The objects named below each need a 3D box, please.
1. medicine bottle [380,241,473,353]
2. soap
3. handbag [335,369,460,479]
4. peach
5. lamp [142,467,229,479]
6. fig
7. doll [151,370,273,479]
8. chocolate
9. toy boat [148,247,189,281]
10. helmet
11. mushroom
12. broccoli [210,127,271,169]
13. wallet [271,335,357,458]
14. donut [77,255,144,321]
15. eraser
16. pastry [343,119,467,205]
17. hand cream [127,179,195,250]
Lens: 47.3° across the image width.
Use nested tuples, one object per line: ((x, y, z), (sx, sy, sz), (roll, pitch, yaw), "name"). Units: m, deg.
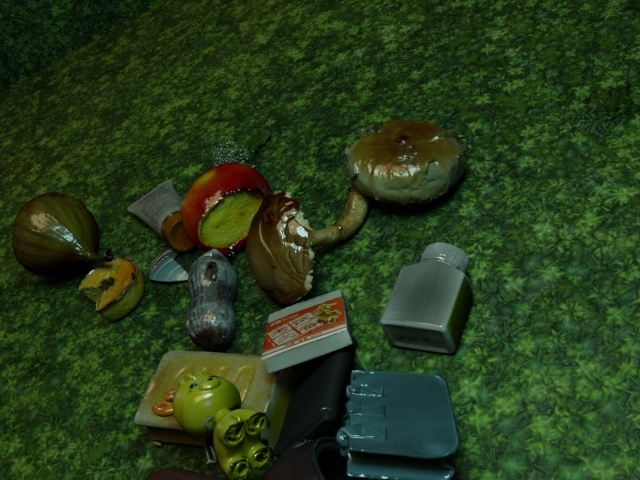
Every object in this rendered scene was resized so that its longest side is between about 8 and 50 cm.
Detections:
((0.202, 0.101, 1.323), (0.132, 0.088, 0.188), (4, 50, 32), "medicine bottle")
((-0.190, 0.295, 1.350), (0.274, 0.089, 0.173), (-2, 48, 26), "soap")
((0.113, 0.278, 1.111), (0.179, 0.062, 0.229), (4, 18, 1), "handbag")
((-0.211, -0.068, 1.655), (0.190, 0.196, 0.226), (-52, 12, 42), "peach")
((-0.197, 0.456, 1.138), (0.258, 0.180, 0.180), (5, 51, 29), "lamp")
((-0.616, 0.007, 1.789), (0.321, 0.217, 0.217), (21, 61, 41), "fig")
((-0.177, 0.289, 1.214), (0.143, 0.135, 0.221), (-22, 30, -37), "doll")
((-0.228, 0.125, 1.533), (0.110, 0.110, 0.248), (-17, 43, 14), "chocolate")
((-0.350, 0.073, 1.706), (0.096, 0.034, 0.122), (-45, 44, -9), "toy boat")
((-0.001, 0.396, 1.058), (0.193, 0.189, 0.215), (-9, 74, 31), "helmet")
((-0.011, -0.009, 1.500), (0.302, 0.208, 0.233), (-24, 69, -2), "mushroom")
((-0.194, -0.233, 1.884), (0.122, 0.118, 0.204), (-21, 23, 42), "broccoli")
((-0.006, 0.260, 1.227), (0.149, 0.044, 0.250), (-45, 8, 21), "wallet")
((-0.478, 0.110, 1.712), (0.146, 0.078, 0.181), (-42, 36, -16), "donut")
((-0.025, 0.162, 1.345), (0.157, 0.038, 0.230), (-21, 12, 4), "eraser")
((0.180, -0.173, 1.557), (0.257, 0.120, 0.236), (-20, 38, -15), "pastry")
((-0.396, -0.068, 1.836), (0.140, 0.089, 0.314), (-35, 37, -9), "hand cream")
